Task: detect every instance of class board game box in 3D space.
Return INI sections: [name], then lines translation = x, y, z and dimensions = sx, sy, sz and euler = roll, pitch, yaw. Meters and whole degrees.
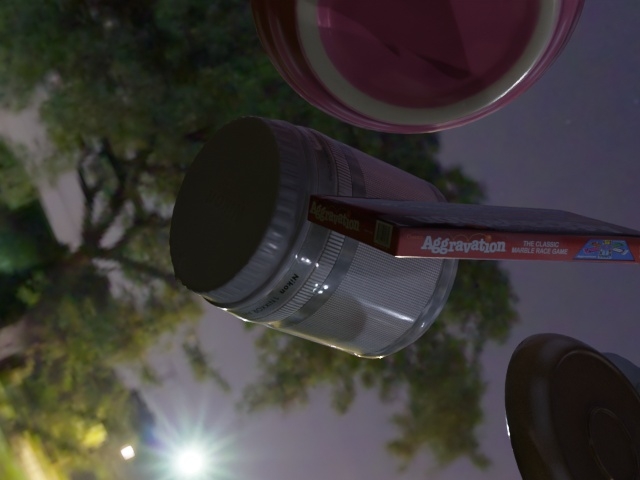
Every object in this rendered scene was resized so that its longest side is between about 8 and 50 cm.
[board game box]
translation = 0.145, -0.009, 1.029
dimensions = 0.145, 0.281, 0.027
euler = 25, -71, 58

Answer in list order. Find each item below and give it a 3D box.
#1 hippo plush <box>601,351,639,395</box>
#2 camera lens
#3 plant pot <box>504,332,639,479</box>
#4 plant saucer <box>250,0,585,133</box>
[hippo plush]
translation = 0.439, 0.238, 1.612
dimensions = 0.234, 0.236, 0.294
euler = -5, 103, -68
[camera lens]
translation = 0.000, 0.000, 1.321
dimensions = 0.274, 0.219, 0.219
euler = 22, 15, -36
[plant pot]
translation = 0.248, 0.186, 1.048
dimensions = 0.032, 0.236, 0.236
euler = -31, -98, 34
[plant saucer]
translation = 0.098, -0.238, 1.135
dimensions = 0.084, 0.332, 0.332
euler = -98, 175, -55
